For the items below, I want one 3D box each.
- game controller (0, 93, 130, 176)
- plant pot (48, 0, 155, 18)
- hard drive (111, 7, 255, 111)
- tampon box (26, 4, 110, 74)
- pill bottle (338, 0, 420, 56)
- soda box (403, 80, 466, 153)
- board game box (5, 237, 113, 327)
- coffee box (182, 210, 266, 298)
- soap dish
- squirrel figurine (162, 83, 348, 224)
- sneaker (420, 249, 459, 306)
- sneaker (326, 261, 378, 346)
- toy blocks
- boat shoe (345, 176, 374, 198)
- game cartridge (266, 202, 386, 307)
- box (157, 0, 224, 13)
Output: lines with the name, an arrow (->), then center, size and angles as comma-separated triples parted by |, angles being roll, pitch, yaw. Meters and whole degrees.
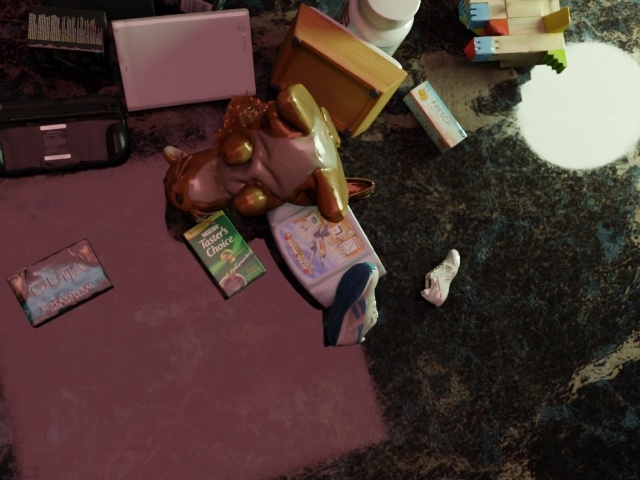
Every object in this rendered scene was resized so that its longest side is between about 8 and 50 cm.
game controller -> -0.602, -0.239, 1.454 | 0.319, 0.067, 0.166 | -8, 96, -14
plant pot -> -0.523, -0.621, 1.487 | 0.234, 0.165, 0.165 | -8, 81, -8
hard drive -> -0.313, -0.424, 1.505 | 0.308, 0.040, 0.203 | -11, 119, -15
tampon box -> -0.570, -0.455, 1.461 | 0.161, 0.120, 0.101 | 2, 80, -13
pill bottle -> 0.129, -0.525, 1.556 | 0.160, 0.283, 0.160 | 3, 79, -13
soda box -> 0.298, -0.322, 1.676 | 0.063, 0.058, 0.183 | -35, 90, -17
board game box -> -0.571, 0.091, 1.408 | 0.186, 0.026, 0.126 | -30, 88, -17
coffee box -> -0.226, 0.031, 1.493 | 0.113, 0.040, 0.184 | -34, 88, -17
soap dish -> 0.029, -0.392, 1.532 | 0.291, 0.229, 0.118 | 32, 56, -6
squirrel figurine -> -0.152, -0.174, 1.425 | 0.370, 0.397, 0.281 | -20, 114, 15
sneaker -> 0.301, 0.086, 1.603 | 0.061, 0.054, 0.152 | 26, 75, -5
sneaker -> 0.089, 0.145, 1.482 | 0.092, 0.228, 0.087 | 3, 34, -28
toy blocks -> 0.498, -0.624, 1.736 | 0.261, 0.191, 0.381 | -4, 81, -3
boat shoe -> 0.048, -0.129, 1.579 | 0.178, 0.060, 0.064 | -7, 81, -14
game cartridge -> 0.000, 0.000, 1.522 | 0.198, 0.062, 0.297 | -31, 92, -7
box -> -0.274, -0.680, 1.532 | 0.165, 0.143, 0.270 | 23, 60, -9
